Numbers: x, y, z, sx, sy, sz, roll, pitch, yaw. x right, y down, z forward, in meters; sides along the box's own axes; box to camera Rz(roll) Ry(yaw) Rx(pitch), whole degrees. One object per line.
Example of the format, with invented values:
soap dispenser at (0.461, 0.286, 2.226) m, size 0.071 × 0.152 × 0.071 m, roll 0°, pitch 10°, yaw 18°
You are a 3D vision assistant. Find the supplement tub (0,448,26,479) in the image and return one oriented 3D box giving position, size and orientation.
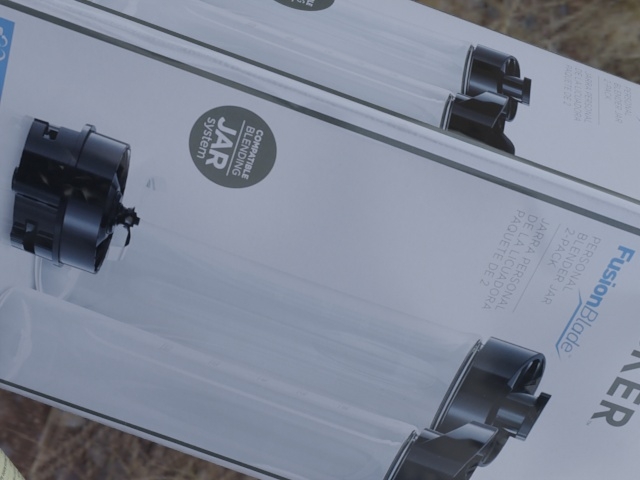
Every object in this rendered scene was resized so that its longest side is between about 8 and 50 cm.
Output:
supplement tub at (-0.274, 0.239, 0.798) m, size 0.235 × 0.235 × 0.324 m, roll -42°, pitch 109°, yaw -29°

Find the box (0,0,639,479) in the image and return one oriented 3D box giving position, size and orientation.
box at (0.000, 0.000, 0.446) m, size 0.290 × 0.169 × 0.087 m, roll 21°, pitch 36°, yaw -3°
